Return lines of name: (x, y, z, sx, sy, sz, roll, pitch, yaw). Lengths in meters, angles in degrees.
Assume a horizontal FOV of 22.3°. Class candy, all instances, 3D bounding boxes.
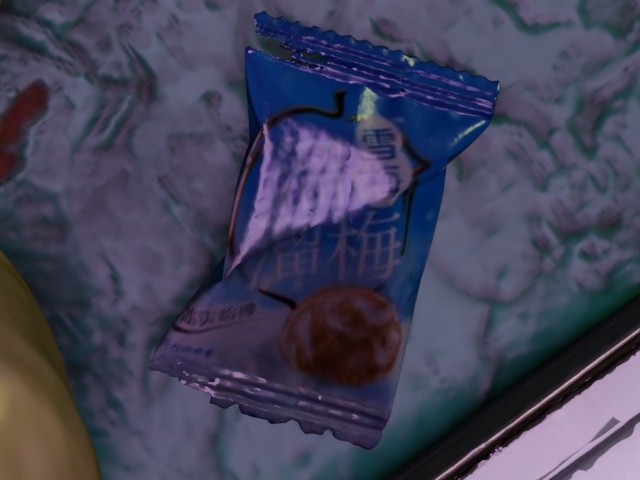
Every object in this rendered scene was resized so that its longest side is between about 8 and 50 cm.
candy: (-0.001, 0.000, 0.542, 0.088, 0.038, 0.136, 14, 103, -19)

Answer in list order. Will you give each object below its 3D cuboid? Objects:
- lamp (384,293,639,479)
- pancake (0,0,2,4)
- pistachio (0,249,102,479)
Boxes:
lamp: (0.100, 0.190, 0.559, 0.266, 0.047, 0.269, -35, 98, -2)
pancake: (-0.266, -0.141, 0.478, 0.387, 0.082, 0.387, 0, 100, 2)
pistachio: (-0.132, 0.104, 0.486, 0.157, 0.157, 0.229, -6, 117, -4)
